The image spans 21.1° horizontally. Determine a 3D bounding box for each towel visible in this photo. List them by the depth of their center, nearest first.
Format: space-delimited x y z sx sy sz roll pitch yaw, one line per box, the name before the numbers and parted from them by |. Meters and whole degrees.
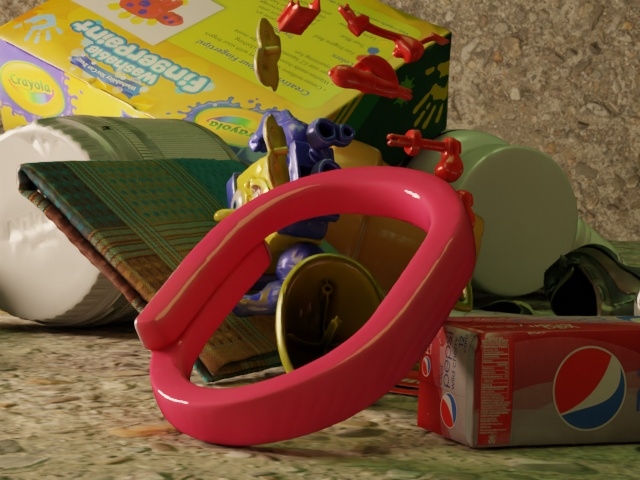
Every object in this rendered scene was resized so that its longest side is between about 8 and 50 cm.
towel | -0.092 0.017 1.600 0.271 0.040 0.370 43 21 19

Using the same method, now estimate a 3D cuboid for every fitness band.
fitness band | -0.007 0.040 1.229 0.209 0.054 0.291 2 35 29

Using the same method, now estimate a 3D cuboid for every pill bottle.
pill bottle | 0.152 -0.038 2.278 0.224 0.224 0.392 0 4 -28

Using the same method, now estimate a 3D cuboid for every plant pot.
plant pot | 0.072 0.009 1.890 0.188 0.205 0.205 18 3 -3

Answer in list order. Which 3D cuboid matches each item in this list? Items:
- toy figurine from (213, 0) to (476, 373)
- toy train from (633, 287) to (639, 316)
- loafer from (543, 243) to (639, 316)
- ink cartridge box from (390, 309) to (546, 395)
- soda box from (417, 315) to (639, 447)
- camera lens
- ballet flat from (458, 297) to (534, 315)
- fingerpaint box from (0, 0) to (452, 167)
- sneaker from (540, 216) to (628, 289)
toy figurine | 0.000 0.000 1.487 0.191 0.363 0.217 5 -25 -25
toy train | 0.465 0.062 1.680 0.334 0.142 0.190 -2 -7 -33
loafer | 0.295 0.058 1.903 0.084 0.096 0.267 -5 7 -15
ink cartridge box | 0.112 0.094 1.498 0.189 0.066 0.232 5 0 33
soda box | 0.205 0.098 1.241 0.263 0.083 0.092 1 4 -23
camera lens | -0.216 -0.022 1.816 0.219 0.219 0.274 4 4 30
ballet flat | 0.181 0.077 1.834 0.057 0.049 0.173 6 5 35
fingerpaint box | -0.123 -0.194 2.144 0.444 0.163 0.371 27 47 30
sneaker | 0.302 0.036 2.373 0.152 0.114 0.305 29 -13 -22
